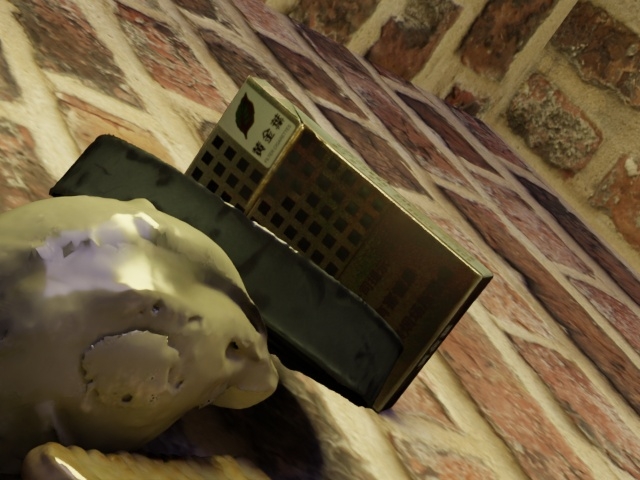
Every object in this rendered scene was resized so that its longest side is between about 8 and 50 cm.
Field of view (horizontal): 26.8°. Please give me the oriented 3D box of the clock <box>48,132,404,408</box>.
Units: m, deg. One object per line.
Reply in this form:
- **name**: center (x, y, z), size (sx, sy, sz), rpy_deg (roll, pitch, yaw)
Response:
- **clock**: center (-0.075, 0.028, 1.127), size (0.325, 0.067, 0.325), rpy_deg (34, -8, 6)

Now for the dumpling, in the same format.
- **dumpling**: center (-0.183, 0.042, 0.886), size (0.318, 0.187, 0.243), rpy_deg (6, 19, -41)

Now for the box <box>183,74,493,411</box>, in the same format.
- **box**: center (-0.001, 0.001, 1.369), size (0.325, 0.180, 0.047), rpy_deg (41, 18, 18)

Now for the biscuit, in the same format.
- **biscuit**: center (-0.044, 0.209, 0.844), size (0.217, 0.044, 0.325), rpy_deg (40, 4, 19)
